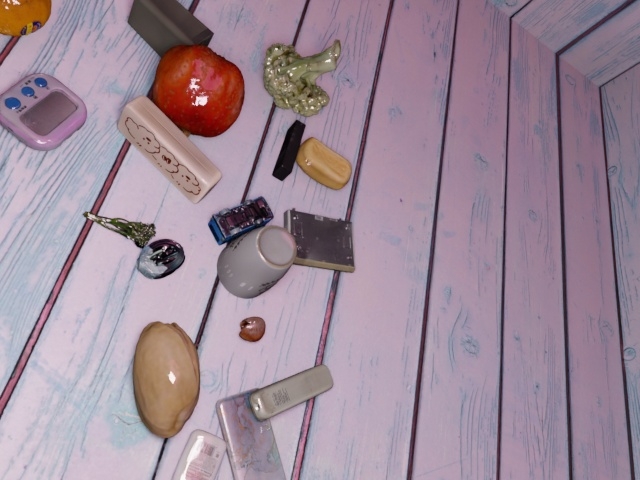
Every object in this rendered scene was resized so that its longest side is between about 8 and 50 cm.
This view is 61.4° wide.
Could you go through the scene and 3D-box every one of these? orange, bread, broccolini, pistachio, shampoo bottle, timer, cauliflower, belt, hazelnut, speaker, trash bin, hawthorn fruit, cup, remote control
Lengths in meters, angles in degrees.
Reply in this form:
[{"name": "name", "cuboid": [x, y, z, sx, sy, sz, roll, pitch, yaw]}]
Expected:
[{"name": "orange", "cuboid": [-0.869, -0.680, 1.503, 0.219, 0.193, 0.220, 6, 80, -38]}, {"name": "bread", "cuboid": [0.007, -0.270, 1.949, 0.217, 0.098, 0.147, 35, 54, -18]}, {"name": "broccolini", "cuboid": [-0.562, -0.041, 1.510, 0.201, 0.058, 0.074, 22, 53, -24]}, {"name": "pistachio", "cuboid": [-0.396, 0.353, 1.388, 0.162, 0.181, 0.293, 24, 53, -67]}, {"name": "shampoo bottle", "cuboid": [-0.325, 0.609, 1.388, 0.108, 0.051, 0.221, 32, 56, -19]}, {"name": "timer", "cuboid": [-0.774, -0.356, 1.501, 0.190, 0.069, 0.209, 41, 53, -12]}, {"name": "cauliflower", "cuboid": [-0.067, -0.575, 1.933, 0.327, 0.280, 0.261, -23, 116, -53]}, {"name": "belt", "cuboid": [-0.455, 0.052, 1.539, 0.140, 0.058, 0.105, -33, 89, -37]}, {"name": "hazelnut", "cuboid": [-0.203, 0.260, 1.601, 0.086, 0.086, 0.087, 13, 64, -28]}, {"name": "speaker", "cuboid": [-0.109, -0.320, 1.905, 0.044, 0.082, 0.218, 27, 59, -21]}, {"name": "trash bin", "cuboid": [-0.493, -0.692, 1.767, 0.240, 0.164, 0.122, 44, 53, -9]}, {"name": "hawthorn fruit", "cuboid": [-0.387, -0.432, 1.684, 0.286, 0.287, 0.331, 21, 86, -24]}, {"name": "cup", "cuboid": [-0.157, 0.037, 1.630, 0.258, 0.234, 0.186, -36, 92, -40]}, {"name": "remote control", "cuboid": [-0.076, 0.444, 1.600, 0.309, 0.038, 0.090, -11, 73, -46]}]

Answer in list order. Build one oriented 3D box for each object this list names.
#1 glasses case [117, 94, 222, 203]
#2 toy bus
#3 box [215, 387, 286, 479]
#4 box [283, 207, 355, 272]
[{"name": "glasses case", "cuboid": [-0.454, -0.269, 1.624, 0.336, 0.144, 0.076, 45, 54, -8]}, {"name": "toy bus", "cuboid": [-0.250, -0.063, 1.690, 0.184, 0.106, 0.090, -24, 81, -32]}, {"name": "box", "cuboid": [-0.193, 0.566, 1.500, 0.142, 0.044, 0.285, -10, 75, -31]}, {"name": "box", "cuboid": [0.000, 0.000, 1.862, 0.270, 0.045, 0.211, 12, 66, -29]}]
